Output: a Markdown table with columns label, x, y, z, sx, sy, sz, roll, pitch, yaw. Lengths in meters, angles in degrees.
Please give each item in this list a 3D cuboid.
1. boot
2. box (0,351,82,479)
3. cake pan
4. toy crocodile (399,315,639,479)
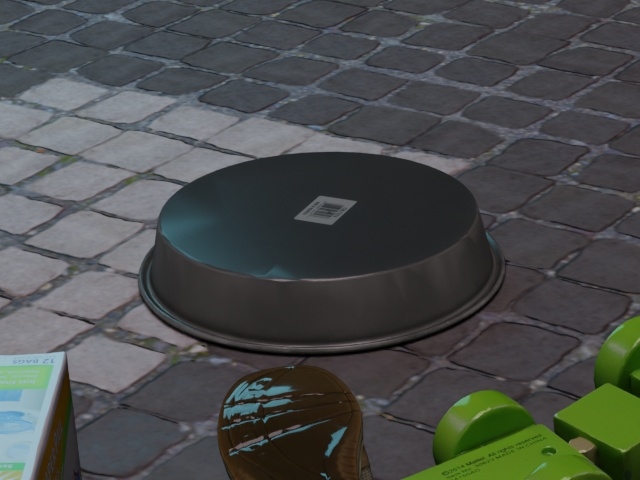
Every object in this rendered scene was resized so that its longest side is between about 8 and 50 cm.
| label | x | y | z | sx | sy | sz | roll | pitch | yaw |
| --- | --- | --- | --- | --- | --- | --- | --- | --- | --- |
| boot | 0.001 | 0.178 | 1.005 | 0.077 | 0.165 | 0.213 | -12 | 32 | -7 |
| box | -0.211 | 0.159 | 1.143 | 0.114 | 0.103 | 0.203 | -3 | 25 | 2 |
| cake pan | 0.000 | 0.000 | 1.529 | 0.293 | 0.054 | 0.293 | -2 | 25 | 1 |
| toy crocodile | 0.174 | 0.136 | 1.176 | 0.341 | 0.105 | 0.115 | -21 | 30 | -26 |
